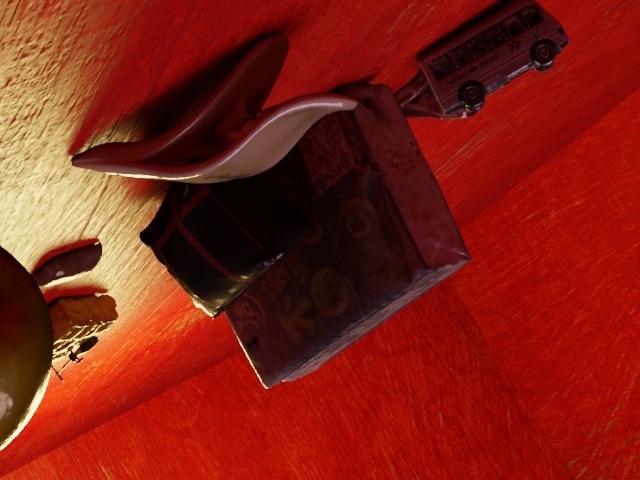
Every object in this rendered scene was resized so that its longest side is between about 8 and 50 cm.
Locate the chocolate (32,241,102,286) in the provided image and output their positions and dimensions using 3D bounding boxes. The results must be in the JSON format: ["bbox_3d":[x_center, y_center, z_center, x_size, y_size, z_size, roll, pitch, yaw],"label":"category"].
[{"bbox_3d":[-0.336,0.038,1.782,0.064,0.031,0.101,-32,175,39],"label":"chocolate"}]

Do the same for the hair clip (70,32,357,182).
[{"bbox_3d":[-0.101,-0.115,1.428,0.282,0.113,0.172,-33,171,17],"label":"hair clip"}]

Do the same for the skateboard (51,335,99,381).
[{"bbox_3d":[-0.386,0.184,2.080,0.083,0.032,0.064,-41,180,41],"label":"skateboard"}]

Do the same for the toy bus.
[{"bbox_3d":[0.240,-0.257,1.843,0.199,0.108,0.096,-30,177,7],"label":"toy bus"}]

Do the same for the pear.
[{"bbox_3d":[-0.393,0.118,1.269,0.307,0.253,0.253,-44,166,35],"label":"pear"}]

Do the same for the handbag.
[{"bbox_3d":[-0.129,-0.018,1.721,0.155,0.169,0.215,-45,-179,-38],"label":"handbag"}]

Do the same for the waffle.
[{"bbox_3d":[-0.435,0.165,2.085,0.219,0.057,0.229,-33,172,11],"label":"waffle"}]

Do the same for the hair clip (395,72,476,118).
[{"bbox_3d":[0.165,-0.235,1.978,0.138,0.102,0.123,4,-165,39],"label":"hair clip"}]

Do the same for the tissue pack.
[{"bbox_3d":[0.000,0.000,1.867,0.124,0.288,0.394,-10,158,-44],"label":"tissue pack"}]
